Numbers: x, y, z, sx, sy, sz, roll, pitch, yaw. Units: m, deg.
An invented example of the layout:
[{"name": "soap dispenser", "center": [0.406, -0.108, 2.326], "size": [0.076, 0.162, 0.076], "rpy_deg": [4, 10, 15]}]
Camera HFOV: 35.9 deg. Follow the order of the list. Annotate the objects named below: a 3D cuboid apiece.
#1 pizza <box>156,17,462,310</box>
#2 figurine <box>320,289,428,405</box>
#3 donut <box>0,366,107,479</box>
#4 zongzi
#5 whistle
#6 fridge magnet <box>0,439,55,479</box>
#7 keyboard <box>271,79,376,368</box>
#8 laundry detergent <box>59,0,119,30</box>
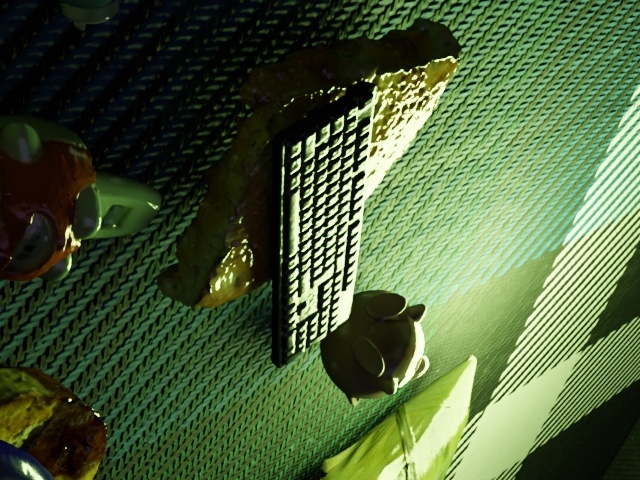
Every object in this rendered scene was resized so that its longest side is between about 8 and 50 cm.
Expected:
[{"name": "pizza", "center": [-0.015, -0.082, 0.797], "size": [0.335, 0.086, 0.226], "rpy_deg": [-44, 153, -7]}, {"name": "figurine", "center": [0.061, 0.117, 1.087], "size": [0.125, 0.125, 0.138], "rpy_deg": [-40, 161, -14]}, {"name": "donut", "center": [-0.262, 0.169, 0.780], "size": [0.184, 0.073, 0.166], "rpy_deg": [1, 124, -52]}, {"name": "zongzi", "center": [0.100, 0.284, 1.325], "size": [0.251, 0.125, 0.274], "rpy_deg": [-7, 128, -57]}, {"name": "whistle", "center": [-0.201, -0.026, 0.618], "size": [0.101, 0.106, 0.253], "rpy_deg": [-17, 167, 33]}, {"name": "fridge magnet", "center": [-0.296, 0.221, 0.642], "size": [0.265, 0.113, 0.265], "rpy_deg": [-18, 130, -23]}, {"name": "keyboard", "center": [0.000, 0.000, 0.817], "size": [0.101, 0.018, 0.310], "rpy_deg": [-35, 152, -26]}, {"name": "laundry detergent", "center": [-0.129, -0.207, 0.540], "size": [0.096, 0.061, 0.206], "rpy_deg": [-30, 145, -33]}]
